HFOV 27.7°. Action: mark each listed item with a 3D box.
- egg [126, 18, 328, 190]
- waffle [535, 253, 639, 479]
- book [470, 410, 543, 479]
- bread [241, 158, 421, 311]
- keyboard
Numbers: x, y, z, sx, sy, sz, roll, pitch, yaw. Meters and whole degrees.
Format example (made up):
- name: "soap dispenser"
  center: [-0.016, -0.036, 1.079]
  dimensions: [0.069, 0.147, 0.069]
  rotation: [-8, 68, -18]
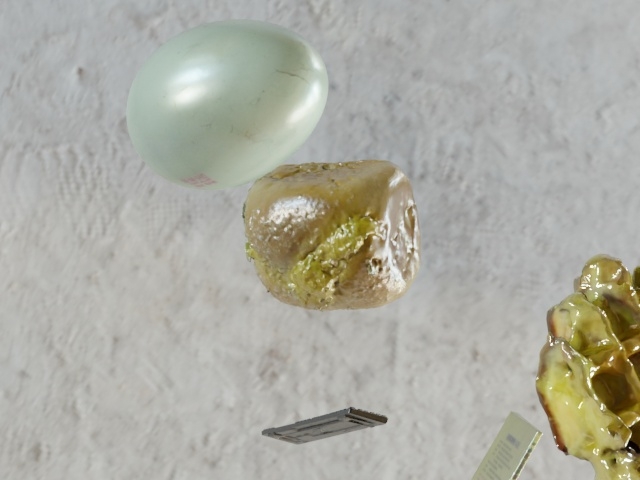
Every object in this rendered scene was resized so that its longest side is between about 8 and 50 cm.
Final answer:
- name: "egg"
  center: [-0.103, -0.153, 1.439]
  dimensions: [0.182, 0.264, 0.183]
  rotation: [19, 63, -43]
- name: "waffle"
  center: [0.251, 0.151, 0.870]
  dimensions: [0.283, 0.065, 0.310]
  rotation: [30, 52, -16]
- name: "book"
  center: [0.200, 0.299, 1.553]
  dimensions: [0.013, 0.168, 0.192]
  rotation: [30, 90, -2]
- name: "bread"
  center: [0.000, 0.000, 1.783]
  dimensions: [0.176, 0.246, 0.196]
  rotation: [-41, 123, -49]
- name: "keyboard"
  center: [0.002, 0.238, 1.657]
  dimensions: [0.061, 0.204, 0.013]
  rotation: [19, 66, -30]
